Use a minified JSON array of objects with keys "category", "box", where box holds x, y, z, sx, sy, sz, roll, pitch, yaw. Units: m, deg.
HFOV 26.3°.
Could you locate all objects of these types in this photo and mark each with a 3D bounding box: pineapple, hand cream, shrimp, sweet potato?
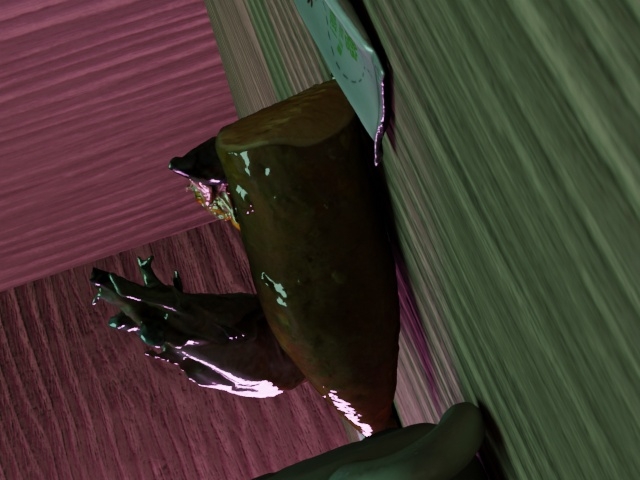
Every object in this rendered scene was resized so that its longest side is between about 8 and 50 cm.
[{"category":"pineapple","box":[-0.088,-0.058,1.772,0.334,0.158,0.161,-161,52,-85]},{"category":"hand cream","box":[-0.026,-0.210,0.956,0.121,0.076,0.336,75,168,-64]},{"category":"shrimp","box":[-0.067,0.016,1.188,0.360,0.085,0.247,0,-90,-52]},{"category":"sweet potato","box":[0.004,0.031,1.130,0.131,0.131,0.337,-114,8,-55]}]

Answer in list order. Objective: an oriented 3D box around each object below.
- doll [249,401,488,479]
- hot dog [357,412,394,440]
[{"category":"doll","box":[0.056,0.298,1.003,0.226,0.215,0.370,16,123,66]},{"category":"hot dog","box":[0.067,0.220,1.689,0.099,0.053,0.192,96,158,-79]}]
